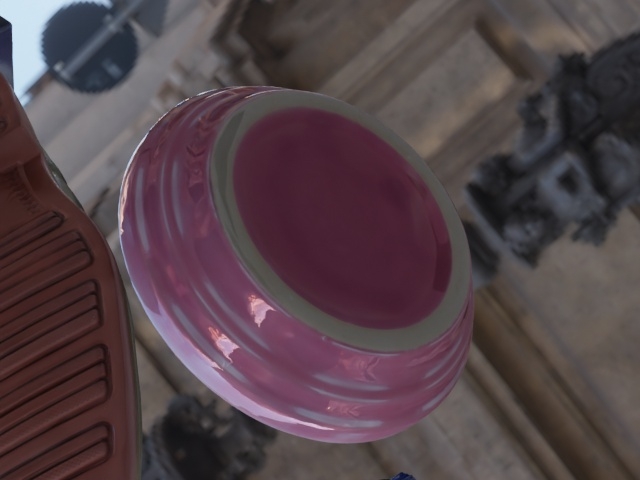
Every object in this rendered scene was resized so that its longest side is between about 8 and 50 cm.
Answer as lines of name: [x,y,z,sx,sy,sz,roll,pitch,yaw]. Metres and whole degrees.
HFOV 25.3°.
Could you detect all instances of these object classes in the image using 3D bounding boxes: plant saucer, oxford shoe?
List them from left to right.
oxford shoe: [-0.163,0.052,0.824,0.397,0.140,0.146,-114,-2,-45]
plant saucer: [0.000,0.000,1.171,0.332,0.084,0.332,20,-132,-24]

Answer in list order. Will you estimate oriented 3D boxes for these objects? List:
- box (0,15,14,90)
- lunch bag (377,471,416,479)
box: [-0.396,-0.027,1.092,0.183,0.294,0.296,30,-135,27]
lunch bag: [0.034,0.274,0.929,0.090,0.219,0.176,22,-143,16]
